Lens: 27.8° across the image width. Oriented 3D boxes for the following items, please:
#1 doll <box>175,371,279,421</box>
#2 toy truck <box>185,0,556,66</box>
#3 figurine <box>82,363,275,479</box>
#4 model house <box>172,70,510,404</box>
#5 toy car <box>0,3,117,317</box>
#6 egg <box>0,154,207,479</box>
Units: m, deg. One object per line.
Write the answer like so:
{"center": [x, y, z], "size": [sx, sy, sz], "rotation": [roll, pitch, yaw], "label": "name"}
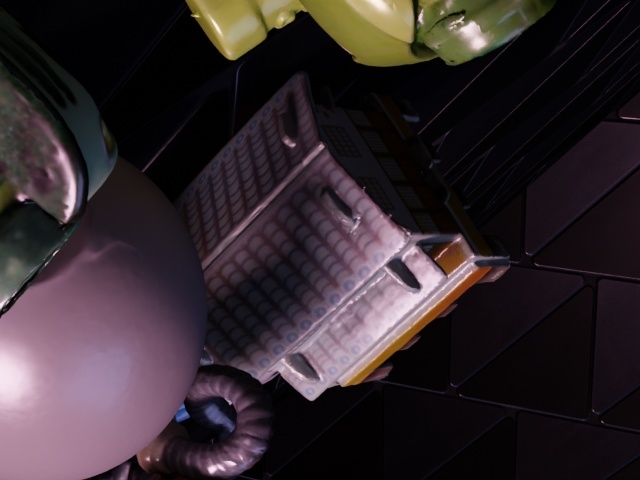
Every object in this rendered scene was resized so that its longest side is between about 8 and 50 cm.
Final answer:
{"center": [-0.141, 0.181, 1.681], "size": [0.341, 0.099, 0.346], "rotation": [-39, 169, -9], "label": "doll"}
{"center": [0.037, -0.162, 0.604], "size": [0.187, 0.148, 0.210], "rotation": [-39, -168, -19], "label": "toy truck"}
{"center": [-0.171, 0.172, 0.920], "size": [0.186, 0.261, 0.382], "rotation": [6, -172, -26], "label": "figurine"}
{"center": [0.000, 0.000, 1.032], "size": [0.224, 0.198, 0.215], "rotation": [-43, 158, 30], "label": "model house"}
{"center": [-0.188, 0.001, 0.519], "size": [0.306, 0.136, 0.125], "rotation": [-45, -172, 38], "label": "toy car"}
{"center": [-0.149, 0.043, 0.698], "size": [0.176, 0.176, 0.232], "rotation": [-35, 163, -21], "label": "egg"}
